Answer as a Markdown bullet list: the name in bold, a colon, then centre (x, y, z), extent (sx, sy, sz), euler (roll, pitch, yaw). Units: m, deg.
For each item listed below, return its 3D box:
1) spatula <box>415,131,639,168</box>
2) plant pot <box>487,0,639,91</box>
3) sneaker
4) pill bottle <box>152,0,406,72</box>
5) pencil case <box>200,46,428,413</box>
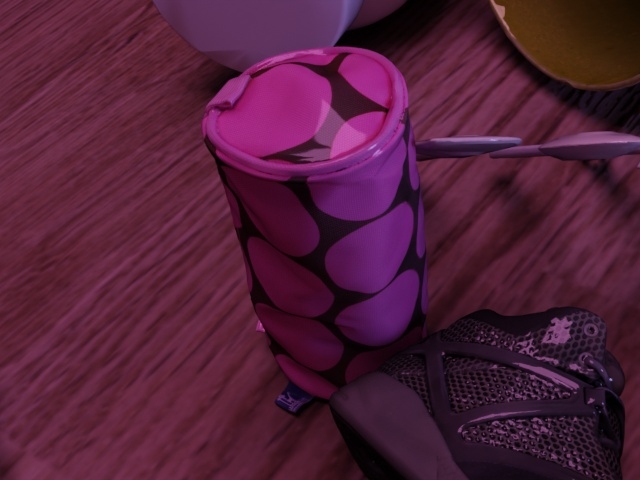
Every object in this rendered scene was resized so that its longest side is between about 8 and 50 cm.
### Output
- **spatula**: centre (0.125, -0.045, 0.528), extent (0.168, 0.019, 0.242), euler (-2, 3, -1)
- **plant pot**: centre (0.295, -0.262, 0.673), extent (0.293, 0.275, 0.275), euler (-14, 39, -21)
- **sneaker**: centre (0.114, 0.101, 0.424), extent (0.130, 0.087, 0.227), euler (-36, 40, -14)
- **pill bottle**: centre (0.022, -0.321, 0.815), extent (0.229, 0.229, 0.408), euler (9, 46, 25)
- **pencil case**: centre (0.000, 0.000, 0.479), extent (0.098, 0.209, 0.095), euler (22, 58, 22)
